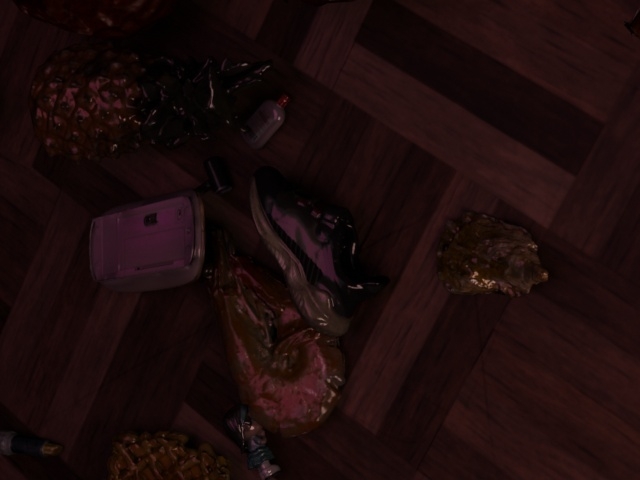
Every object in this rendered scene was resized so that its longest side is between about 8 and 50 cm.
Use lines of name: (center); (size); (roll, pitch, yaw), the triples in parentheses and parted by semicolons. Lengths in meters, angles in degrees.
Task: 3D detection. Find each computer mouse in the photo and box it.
computer mouse: (-0.220, 0.002, 1.777); (0.245, 0.056, 0.126); (-12, 79, 47)

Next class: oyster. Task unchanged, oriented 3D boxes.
oyster: (0.190, 0.025, 1.535); (0.146, 0.045, 0.122); (50, 130, 22)

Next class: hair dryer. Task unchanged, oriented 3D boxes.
hair dryer: (-0.152, -0.071, 1.763); (0.083, 0.026, 0.047); (-34, 71, 37)

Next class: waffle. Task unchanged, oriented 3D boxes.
waffle: (-0.202, 0.370, 1.792); (0.254, 0.052, 0.245); (8, 98, 34)

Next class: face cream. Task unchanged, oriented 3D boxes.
face cream: (-0.066, -0.154, 1.701); (0.083, 0.021, 0.040); (-47, 65, 26)

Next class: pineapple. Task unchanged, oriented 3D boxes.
pineapple: (-0.207, -0.178, 1.722); (0.340, 0.169, 0.169); (1, 92, 28)

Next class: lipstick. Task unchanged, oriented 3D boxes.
lipstick: (-0.420, 0.296, 1.944); (0.116, 0.037, 0.037); (5, 94, 29)

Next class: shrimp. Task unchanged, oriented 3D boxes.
shrimp: (-0.068, 0.104, 1.694); (0.154, 0.062, 0.294); (-33, 76, 17)

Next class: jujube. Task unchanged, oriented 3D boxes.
jujube: (-0.288, -0.354, 1.745); (0.290, 0.197, 0.197); (3, 93, 40)

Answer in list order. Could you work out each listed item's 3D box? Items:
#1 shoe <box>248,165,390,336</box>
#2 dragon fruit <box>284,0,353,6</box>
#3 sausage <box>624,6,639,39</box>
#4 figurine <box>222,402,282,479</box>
shoe: (0.000, 0.000, 1.627); (0.112, 0.099, 0.228); (-29, 80, 23)
dragon fruit: (0.012, -0.412, 1.492); (0.295, 0.295, 0.302); (-12, 104, 33)
sausage: (0.443, -0.343, 1.332); (0.082, 0.082, 0.372); (44, 113, 24)
figurine: (-0.087, 0.255, 1.718); (0.047, 0.060, 0.106); (-29, 82, -6)
